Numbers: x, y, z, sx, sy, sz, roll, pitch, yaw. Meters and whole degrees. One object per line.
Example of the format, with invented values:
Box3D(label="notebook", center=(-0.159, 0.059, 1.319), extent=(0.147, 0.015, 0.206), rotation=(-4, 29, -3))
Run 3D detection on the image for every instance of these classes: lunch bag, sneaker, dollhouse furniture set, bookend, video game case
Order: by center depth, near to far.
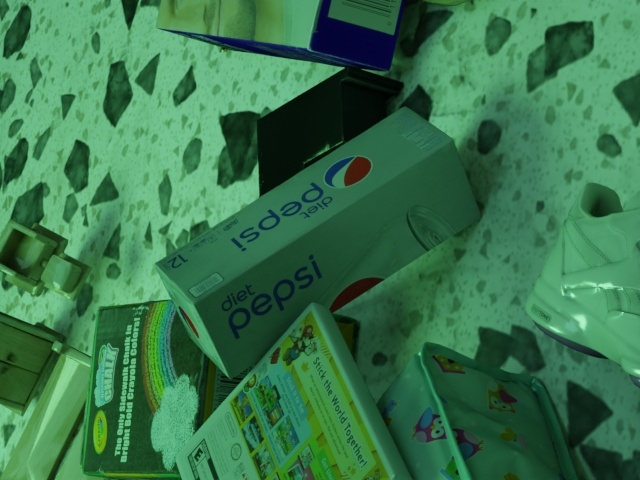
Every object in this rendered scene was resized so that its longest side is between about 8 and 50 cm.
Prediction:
Box3D(label="sneaker", center=(0.271, 0.039, 1.400), extent=(0.305, 0.114, 0.152), rotation=(28, 103, 54))
Box3D(label="lunch bag", center=(0.111, 0.256, 1.515), extent=(0.223, 0.160, 0.262), rotation=(-54, 35, 28))
Box3D(label="video game case", center=(-0.029, 0.196, 1.561), extent=(0.206, 0.026, 0.227), rotation=(-49, 38, 19))
Box3D(label="bookend", center=(0.011, -0.071, 1.839), extent=(0.157, 0.072, 0.156), rotation=(-27, 58, 46))
Box3D(label="dollhouse furniture set", center=(-0.263, 0.187, 2.165), extent=(0.355, 0.174, 0.303), rotation=(25, 87, 25))

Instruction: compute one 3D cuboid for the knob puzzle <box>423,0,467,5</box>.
Box3D(label="knob puzzle", center=(0.146, -0.308, 1.769), extent=(0.213, 0.030, 0.213), rotation=(-23, 61, 49))

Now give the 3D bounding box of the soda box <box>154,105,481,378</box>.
Box3D(label="soda box", center=(0.000, 0.000, 1.668), extent=(0.286, 0.098, 0.091), rotation=(-32, 36, -14))

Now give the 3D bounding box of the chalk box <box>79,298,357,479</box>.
Box3D(label="chalk box", center=(-0.123, 0.160, 1.858), extent=(0.289, 0.179, 0.180), rotation=(-8, 74, 54))

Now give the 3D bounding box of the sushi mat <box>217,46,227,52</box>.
Box3D(label="sushi mat", center=(-0.116, -0.377, 2.170), extent=(0.151, 0.019, 0.316), rotation=(-51, 42, 33))

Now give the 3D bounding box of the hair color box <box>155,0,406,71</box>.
Box3D(label="hair color box", center=(-0.038, -0.288, 1.912), extent=(0.339, 0.110, 0.185), rotation=(16, 94, 59))
